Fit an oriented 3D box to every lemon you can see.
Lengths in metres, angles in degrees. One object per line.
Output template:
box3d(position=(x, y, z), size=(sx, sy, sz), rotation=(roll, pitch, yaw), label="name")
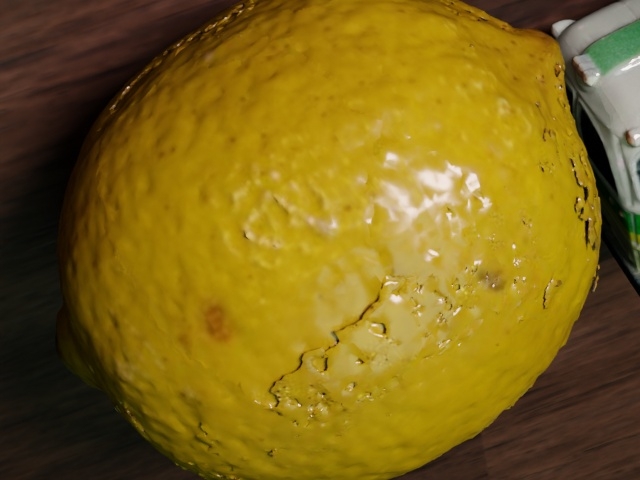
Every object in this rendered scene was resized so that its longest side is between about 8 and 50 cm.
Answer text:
box3d(position=(0.000, 0.000, 0.801), size=(0.310, 0.258, 0.258), rotation=(-30, 136, 9), label="lemon")

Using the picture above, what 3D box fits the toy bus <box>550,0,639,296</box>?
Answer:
box3d(position=(0.276, -0.100, 0.902), size=(0.276, 0.134, 0.165), rotation=(-27, 138, 1), label="toy bus")
